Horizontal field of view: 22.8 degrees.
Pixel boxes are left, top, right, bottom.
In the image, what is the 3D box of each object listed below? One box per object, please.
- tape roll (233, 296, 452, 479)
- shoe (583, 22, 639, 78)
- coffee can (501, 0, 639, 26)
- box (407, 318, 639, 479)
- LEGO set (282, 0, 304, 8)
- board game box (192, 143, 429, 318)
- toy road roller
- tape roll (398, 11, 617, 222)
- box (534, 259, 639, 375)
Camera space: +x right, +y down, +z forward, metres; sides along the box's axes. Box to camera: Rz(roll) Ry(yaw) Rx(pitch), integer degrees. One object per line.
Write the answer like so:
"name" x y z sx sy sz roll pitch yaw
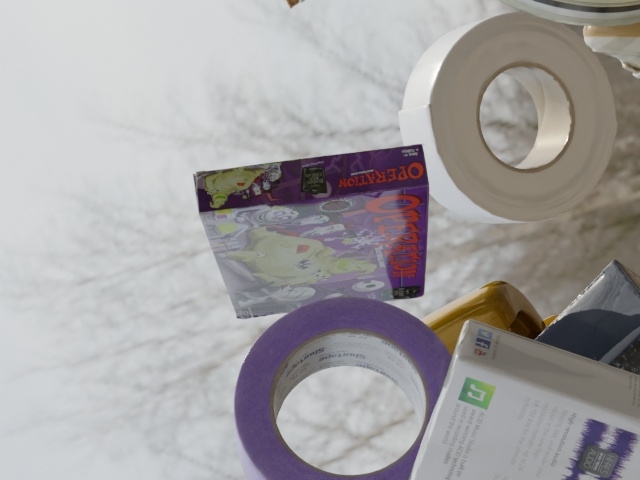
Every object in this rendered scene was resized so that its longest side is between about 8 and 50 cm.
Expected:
"tape roll" 0.023 0.147 1.316 0.080 0.189 0.189 93 163 -64
"shoe" 0.331 -0.148 1.377 0.076 0.219 0.058 -168 88 -80
"coffee can" 0.204 -0.318 1.108 0.275 0.202 0.201 97 167 -47
"box" 0.219 0.206 1.120 0.058 0.322 0.232 -64 -8 -57
"LEGO set" 0.050 -0.365 1.606 0.107 0.287 0.132 53 -155 17
"board game box" 0.000 0.000 1.552 0.347 0.208 0.056 79 180 -71
"toy road roller" 0.214 0.150 1.794 0.240 0.202 0.329 58 -161 -9
"tape roll" 0.255 -0.163 2.150 0.286 0.286 0.100 67 161 -9
"box" 0.285 0.127 1.491 0.158 0.156 0.093 31 -161 -37
